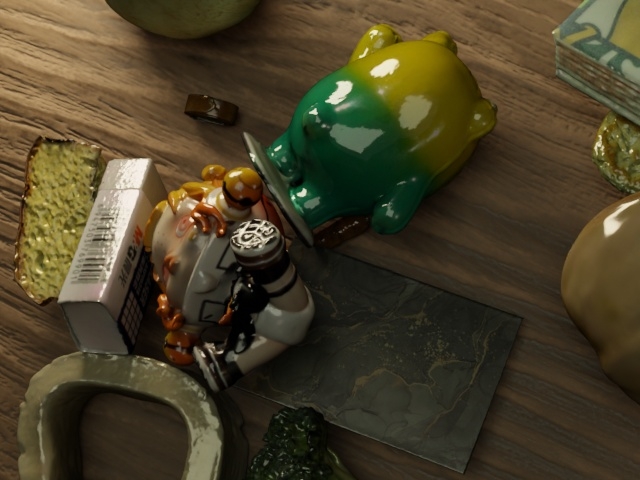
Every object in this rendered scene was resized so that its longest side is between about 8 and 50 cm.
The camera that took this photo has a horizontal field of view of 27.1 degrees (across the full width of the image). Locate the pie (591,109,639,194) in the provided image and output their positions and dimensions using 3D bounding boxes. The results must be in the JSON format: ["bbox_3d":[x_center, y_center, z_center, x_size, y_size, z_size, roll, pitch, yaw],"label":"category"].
[{"bbox_3d":[0.517,-0.128,1.879,0.248,0.090,0.201,19,72,16],"label":"pie"}]

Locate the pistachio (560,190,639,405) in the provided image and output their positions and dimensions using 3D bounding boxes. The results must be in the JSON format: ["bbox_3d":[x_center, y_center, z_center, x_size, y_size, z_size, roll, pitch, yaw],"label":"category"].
[{"bbox_3d":[0.536,0.089,1.727,0.445,0.281,0.365,12,120,12],"label":"pistachio"}]

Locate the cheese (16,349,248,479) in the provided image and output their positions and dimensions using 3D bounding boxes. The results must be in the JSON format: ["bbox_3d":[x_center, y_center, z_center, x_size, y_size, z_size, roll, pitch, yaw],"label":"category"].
[{"bbox_3d":[-0.284,0.314,1.941,0.332,0.153,0.292,18,84,16],"label":"cheese"}]

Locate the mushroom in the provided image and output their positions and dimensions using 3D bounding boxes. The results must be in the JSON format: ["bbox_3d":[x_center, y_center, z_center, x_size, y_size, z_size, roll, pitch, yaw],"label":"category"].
[{"bbox_3d":[-0.215,-0.474,2.011,0.352,0.260,0.352,15,113,38],"label":"mushroom"}]

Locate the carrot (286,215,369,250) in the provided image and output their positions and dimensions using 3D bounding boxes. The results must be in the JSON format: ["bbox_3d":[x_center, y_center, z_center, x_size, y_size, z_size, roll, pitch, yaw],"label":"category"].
[{"bbox_3d":[0.001,0.001,1.997,0.165,0.035,0.036,-27,76,9],"label":"carrot"}]

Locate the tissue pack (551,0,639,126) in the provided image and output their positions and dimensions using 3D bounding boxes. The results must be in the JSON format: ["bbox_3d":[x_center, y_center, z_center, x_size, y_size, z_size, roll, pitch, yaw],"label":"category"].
[{"bbox_3d":[0.509,-0.255,1.828,0.311,0.128,0.228,36,71,29],"label":"tissue pack"}]

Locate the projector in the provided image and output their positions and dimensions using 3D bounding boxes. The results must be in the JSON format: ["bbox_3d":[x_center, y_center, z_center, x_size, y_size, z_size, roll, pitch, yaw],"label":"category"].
[{"bbox_3d":[0.080,0.209,1.929,0.147,0.061,0.115,21,83,14],"label":"projector"}]

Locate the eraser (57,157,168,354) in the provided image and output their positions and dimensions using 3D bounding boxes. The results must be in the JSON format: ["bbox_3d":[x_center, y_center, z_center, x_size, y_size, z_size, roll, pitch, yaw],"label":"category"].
[{"bbox_3d":[-0.294,0.020,1.944,0.086,0.130,0.287,0,49,14],"label":"eraser"}]

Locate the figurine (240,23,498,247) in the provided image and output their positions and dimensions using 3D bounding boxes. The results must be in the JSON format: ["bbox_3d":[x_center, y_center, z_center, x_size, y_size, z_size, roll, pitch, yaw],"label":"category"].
[{"bbox_3d":[0.077,-0.156,1.908,0.340,0.231,0.324,-32,58,4],"label":"figurine"}]

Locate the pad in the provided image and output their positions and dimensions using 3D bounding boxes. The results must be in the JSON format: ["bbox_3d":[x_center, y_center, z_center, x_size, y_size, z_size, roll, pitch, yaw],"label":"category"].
[{"bbox_3d":[0.077,0.159,1.906,0.367,0.007,0.248,20,72,14],"label":"pad"}]

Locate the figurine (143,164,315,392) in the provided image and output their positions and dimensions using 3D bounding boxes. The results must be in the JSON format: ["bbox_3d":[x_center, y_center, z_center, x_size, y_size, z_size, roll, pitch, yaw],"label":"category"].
[{"bbox_3d":[-0.134,0.033,1.883,0.323,0.196,0.320,55,128,48],"label":"figurine"}]

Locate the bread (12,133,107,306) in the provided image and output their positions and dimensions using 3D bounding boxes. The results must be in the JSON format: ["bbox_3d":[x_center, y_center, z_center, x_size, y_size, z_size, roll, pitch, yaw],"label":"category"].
[{"bbox_3d":[-0.384,-0.026,2.036,0.129,0.134,0.260,3,86,11],"label":"bread"}]

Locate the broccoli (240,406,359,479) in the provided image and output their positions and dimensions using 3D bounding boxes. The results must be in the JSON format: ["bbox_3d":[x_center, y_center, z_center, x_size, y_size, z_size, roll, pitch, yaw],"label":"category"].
[{"bbox_3d":[-0.001,0.392,1.863,0.248,0.245,0.288,45,118,49],"label":"broccoli"}]

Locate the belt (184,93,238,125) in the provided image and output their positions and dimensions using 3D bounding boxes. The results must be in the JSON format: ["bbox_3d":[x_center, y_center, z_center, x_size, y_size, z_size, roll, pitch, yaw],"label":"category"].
[{"bbox_3d":[-0.171,-0.201,2.057,0.083,0.059,0.036,13,83,13],"label":"belt"}]
